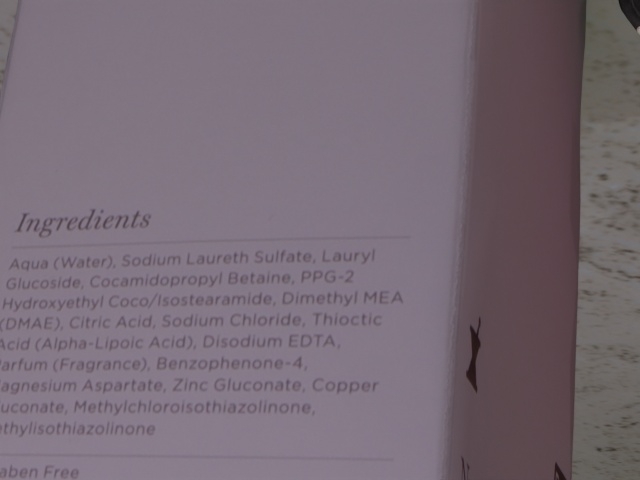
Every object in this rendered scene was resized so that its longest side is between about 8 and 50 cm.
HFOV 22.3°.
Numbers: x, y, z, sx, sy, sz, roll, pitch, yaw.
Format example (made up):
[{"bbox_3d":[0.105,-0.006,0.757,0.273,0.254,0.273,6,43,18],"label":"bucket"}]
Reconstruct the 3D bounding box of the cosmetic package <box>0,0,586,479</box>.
[{"bbox_3d":[0.000,0.000,0.547,0.156,0.384,0.217,0,159,17],"label":"cosmetic package"}]

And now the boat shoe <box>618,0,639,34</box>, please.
[{"bbox_3d":[0.229,-0.079,0.700,0.229,0.080,0.076,13,174,-22],"label":"boat shoe"}]
